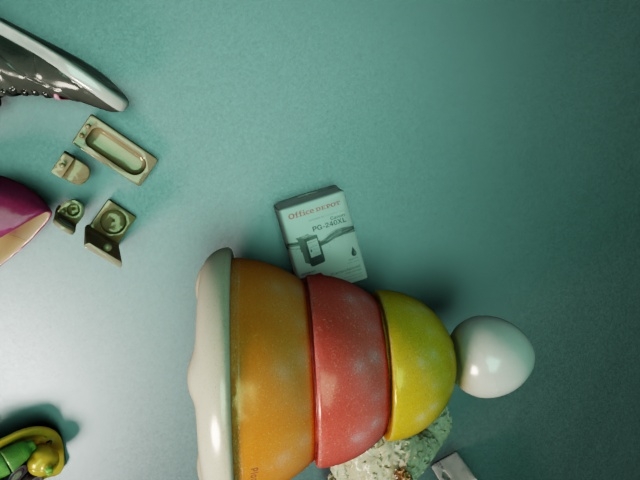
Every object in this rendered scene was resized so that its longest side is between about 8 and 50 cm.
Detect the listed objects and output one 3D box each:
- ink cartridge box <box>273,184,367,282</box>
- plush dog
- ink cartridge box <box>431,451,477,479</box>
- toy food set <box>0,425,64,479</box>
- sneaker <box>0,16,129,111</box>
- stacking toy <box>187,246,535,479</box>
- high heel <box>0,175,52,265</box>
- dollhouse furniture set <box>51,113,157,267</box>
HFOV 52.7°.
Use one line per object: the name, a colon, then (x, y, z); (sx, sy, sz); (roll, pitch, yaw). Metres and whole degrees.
ink cartridge box: (0.000, 0.000, 1.032); (0.109, 0.063, 0.150); (-18, 104, -6)
plush dog: (0.065, 0.310, 1.055); (0.262, 0.210, 0.225); (-45, 78, -1)
ink cartridge box: (0.263, 0.460, 1.145); (0.056, 0.099, 0.135); (-29, 104, -3)
toy food set: (-0.486, 0.374, 0.972); (0.218, 0.071, 0.128); (-24, 132, -31)
sneaker: (-0.424, -0.216, 0.904); (0.295, 0.104, 0.147); (27, 97, -7)
stacking toy: (0.066, 0.181, 0.918); (0.480, 0.350, 0.351); (-1, 101, -6)
high heel: (-0.525, 0.082, 0.907); (0.181, 0.127, 0.377); (22, 94, 9)
dollhouse furniture set: (-0.309, -0.074, 0.925); (0.144, 0.123, 0.151); (35, 90, -24)
